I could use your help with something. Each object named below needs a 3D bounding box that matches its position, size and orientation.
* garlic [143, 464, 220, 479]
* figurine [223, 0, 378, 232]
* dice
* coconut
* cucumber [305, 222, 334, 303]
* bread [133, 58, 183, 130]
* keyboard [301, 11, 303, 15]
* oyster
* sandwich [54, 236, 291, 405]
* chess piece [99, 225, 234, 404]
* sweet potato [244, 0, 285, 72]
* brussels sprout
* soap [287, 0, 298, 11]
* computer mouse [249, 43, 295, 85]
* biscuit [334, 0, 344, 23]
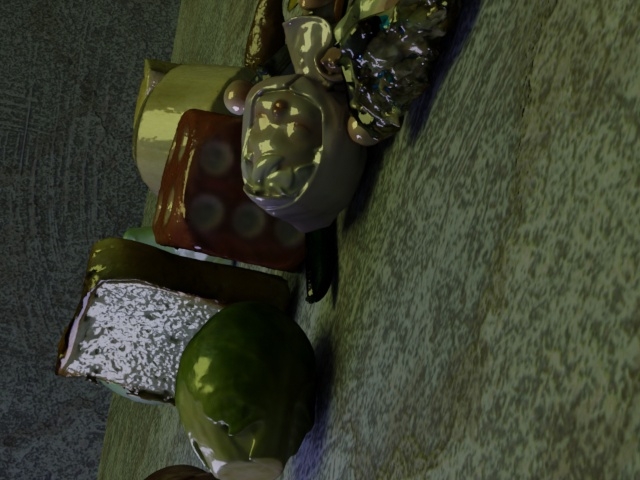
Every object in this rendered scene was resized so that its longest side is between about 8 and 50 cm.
[{"bbox_3d":[-0.177,0.377,1.534,0.245,0.160,0.245,-45,38,52],"label":"garlic"},{"bbox_3d":[-0.002,-0.145,1.356,0.200,0.133,0.276,18,95,33],"label":"figurine"},{"bbox_3d":[-0.097,-0.061,1.572,0.179,0.174,0.174,178,105,-77],"label":"dice"},{"bbox_3d":[-0.132,-0.133,1.755,0.202,0.222,0.202,-29,-55,-53],"label":"coconut"},{"bbox_3d":[0.000,0.000,1.428,0.036,0.033,0.184,80,-173,-46],"label":"cucumber"},{"bbox_3d":[-0.207,-0.217,2.163,0.068,0.188,0.126,-113,36,-60],"label":"bread"},{"bbox_3d":[-0.011,-0.308,1.761,0.094,0.025,0.230,-79,10,-50],"label":"keyboard"},{"bbox_3d":[0.079,-0.221,1.196,0.260,0.092,0.198,-66,14,2],"label":"oyster"},{"bbox_3d":[-0.177,0.105,1.586,0.226,0.251,0.087,116,163,-44],"label":"sandwich"},{"bbox_3d":[-0.238,0.089,2.028,0.176,0.175,0.298,-114,39,-69],"label":"chess piece"},{"bbox_3d":[-0.077,-0.284,1.879,0.068,0.068,0.226,-104,16,-63],"label":"sweet potato"},{"bbox_3d":[-0.075,0.153,1.344,0.162,0.143,0.181,94,180,-49],"label":"brussels sprout"},{"bbox_3d":[-0.013,-0.402,1.854,0.089,0.033,0.169,-111,35,-75],"label":"soap"},{"bbox_3d":[-0.020,-0.184,1.514,0.113,0.068,0.229,-47,-3,17],"label":"computer mouse"},{"bbox_3d":[0.014,-0.286,1.669,0.091,0.015,0.078,-161,82,-77],"label":"biscuit"}]
